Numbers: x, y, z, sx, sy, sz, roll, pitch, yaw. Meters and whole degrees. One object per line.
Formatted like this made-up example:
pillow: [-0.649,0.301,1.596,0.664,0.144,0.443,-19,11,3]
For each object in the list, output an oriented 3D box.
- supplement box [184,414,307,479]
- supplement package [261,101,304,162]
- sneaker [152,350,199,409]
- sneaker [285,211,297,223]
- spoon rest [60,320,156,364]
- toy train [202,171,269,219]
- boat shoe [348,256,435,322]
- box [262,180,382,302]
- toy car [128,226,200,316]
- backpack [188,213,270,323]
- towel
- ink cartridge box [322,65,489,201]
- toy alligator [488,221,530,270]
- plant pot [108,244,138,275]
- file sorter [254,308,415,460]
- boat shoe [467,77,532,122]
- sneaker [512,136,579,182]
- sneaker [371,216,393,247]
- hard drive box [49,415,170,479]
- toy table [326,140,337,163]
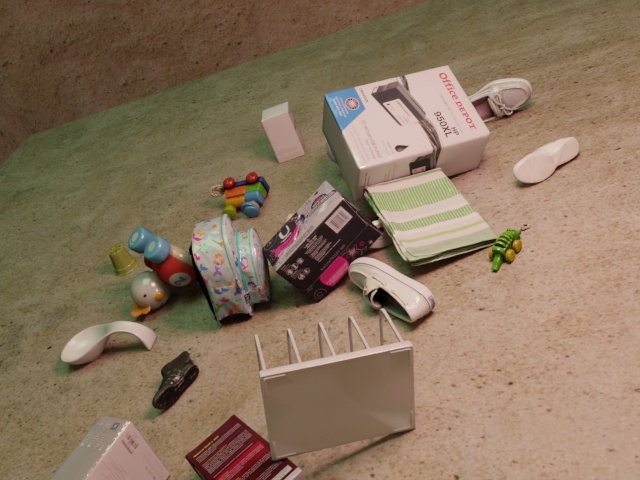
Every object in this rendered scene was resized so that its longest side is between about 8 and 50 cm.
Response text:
supplement box: [-0.141,0.446,1.285,0.130,0.073,0.239,-37,35,-24]
supplement package: [-0.135,-0.394,2.453,0.105,0.179,0.105,-17,32,10]
sneaker: [-0.358,0.335,1.621,0.089,0.051,0.170,7,38,40]
sneaker: [-0.059,-0.079,2.048,0.070,0.051,0.134,8,47,33]
spoon rest: [-0.589,0.271,1.833,0.277,0.084,0.137,-12,33,17]
toy train: [-0.300,-0.129,2.250,0.248,0.105,0.143,-10,47,20]
boat shoe: [0.145,0.121,1.581,0.088,0.096,0.268,-35,41,-26]
box: [0.000,0.000,1.711,0.247,0.163,0.142,-48,30,5]
toy car: [-0.460,0.122,1.919,0.210,0.219,0.238,21,81,48]
backpack: [-0.238,0.061,1.759,0.191,0.253,0.225,-20,31,6]
towel: [0.275,-0.070,1.737,0.248,0.038,0.324,-15,41,-11]
ink cartridge box: [0.236,-0.313,1.925,0.395,0.166,0.285,-16,62,-12]
toy alligator: [0.449,-0.003,1.602,0.056,0.051,0.189,9,44,41]
plant pot: [-0.653,0.060,2.198,0.083,0.079,0.083,-17,32,11]
file sorter: [0.019,0.263,1.287,0.278,0.192,0.173,-10,26,-10]
boat shoe: [0.515,-0.420,2.141,0.321,0.118,0.103,-13,39,24]
sneaker: [0.595,-0.217,1.826,0.212,0.080,0.094,-26,19,-17]
sneaker: [0.178,-0.051,1.839,0.217,0.079,0.121,-24,27,-17]
hard drive box: [-0.424,0.490,1.300,0.089,0.181,0.232,-1,37,32]
toy table: [0.166,-0.341,2.150,0.274,0.252,0.161,-46,19,-13]
